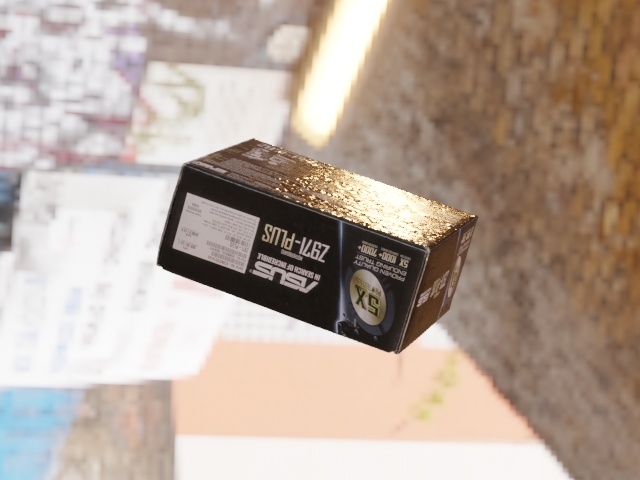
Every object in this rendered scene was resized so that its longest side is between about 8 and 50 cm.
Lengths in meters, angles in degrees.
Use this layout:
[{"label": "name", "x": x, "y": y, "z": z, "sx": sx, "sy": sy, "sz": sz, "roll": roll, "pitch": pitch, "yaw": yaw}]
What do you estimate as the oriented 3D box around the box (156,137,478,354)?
[{"label": "box", "x": 0.000, "y": 0.000, "z": 1.313, "sx": 0.147, "sy": 0.180, "sz": 0.077, "roll": -32, "pitch": 140, "yaw": -71}]
